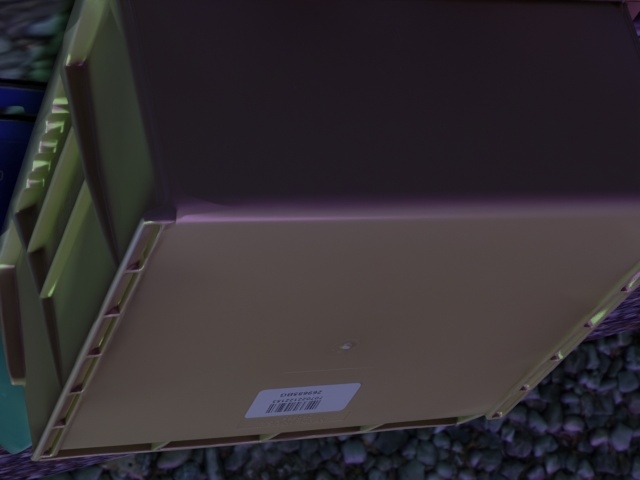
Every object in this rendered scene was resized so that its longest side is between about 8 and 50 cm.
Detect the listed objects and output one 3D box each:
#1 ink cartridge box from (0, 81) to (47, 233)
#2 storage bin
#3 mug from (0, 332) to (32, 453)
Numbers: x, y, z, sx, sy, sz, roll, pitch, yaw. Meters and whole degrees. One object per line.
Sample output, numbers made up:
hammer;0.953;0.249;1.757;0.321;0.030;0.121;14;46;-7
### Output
ink cartridge box;-0.259;0.009;0.851;0.371;0.069;0.176;-26;163;38
storage bin;0.000;0.000;0.738;0.262;0.123;0.260;-2;151;-24
mug;-0.177;0.045;0.987;0.158;0.097;0.129;-47;-169;-8
